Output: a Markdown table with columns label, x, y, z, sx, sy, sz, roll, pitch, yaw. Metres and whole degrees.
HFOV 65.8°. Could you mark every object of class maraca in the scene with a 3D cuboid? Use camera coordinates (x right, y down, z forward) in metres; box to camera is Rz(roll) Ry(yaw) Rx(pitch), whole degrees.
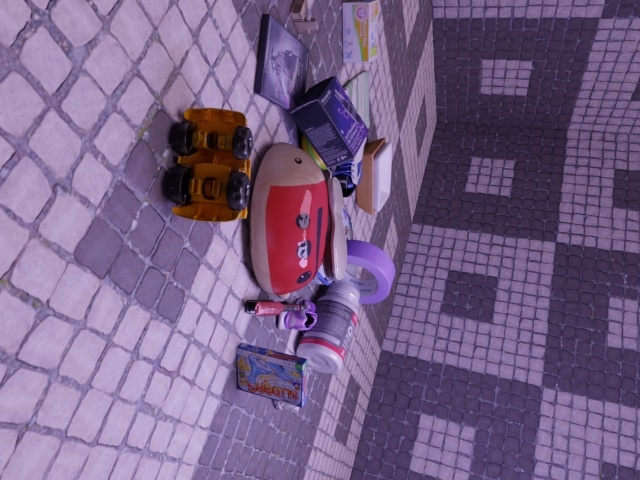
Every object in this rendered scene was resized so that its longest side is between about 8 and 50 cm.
| label | x | y | z | sx | sy | sz | roll | pitch | yaw |
| --- | --- | --- | --- | --- | --- | --- | --- | --- | --- |
| maraca | -0.015 | -0.311 | 1.554 | 0.186 | 0.099 | 0.127 | 64 | 28 | -18 |

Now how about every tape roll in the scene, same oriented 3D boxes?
| label | x | y | z | sx | sy | sz | roll | pitch | yaw |
| --- | --- | --- | --- | --- | --- | --- | --- | --- | --- |
| tape roll | 0.146 | 0.125 | 1.917 | 0.275 | 0.274 | 0.090 | 79 | 28 | -44 |

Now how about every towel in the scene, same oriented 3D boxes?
| label | x | y | z | sx | sy | sz | roll | pitch | yaw |
| --- | --- | --- | --- | --- | --- | --- | --- | --- | --- |
| towel | 0.142 | -0.524 | 1.981 | 0.325 | 0.038 | 0.248 | -52 | 145 | -53 |

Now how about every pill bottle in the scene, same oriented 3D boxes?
| label | x | y | z | sx | sy | sz | roll | pitch | yaw |
| --- | --- | --- | --- | --- | --- | --- | --- | --- | --- |
| pill bottle | 0.042 | 0.318 | 1.856 | 0.176 | 0.176 | 0.319 | 76 | 30 | -47 |

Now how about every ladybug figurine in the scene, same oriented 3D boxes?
| label | x | y | z | sx | sy | sz | roll | pitch | yaw |
| --- | --- | --- | --- | --- | --- | --- | --- | --- | --- |
| ladybug figurine | -0.077 | -0.045 | 1.391 | 0.305 | 0.161 | 0.450 | -39 | 134 | -63 |

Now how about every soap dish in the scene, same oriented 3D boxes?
| label | x | y | z | sx | sy | sz | roll | pitch | yaw |
| --- | --- | --- | --- | --- | --- | --- | --- | --- | --- |
| soap dish | 0.239 | -0.293 | 2.228 | 0.229 | 0.118 | 0.291 | -53 | 146 | -53 |

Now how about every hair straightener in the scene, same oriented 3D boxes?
| label | x | y | z | sx | sy | sz | roll | pitch | yaw |
| --- | --- | --- | --- | --- | --- | --- | --- | --- | --- |
| hair straightener | -0.132 | 0.187 | 1.447 | 0.230 | 0.089 | 0.047 | -1 | 94 | -50 |

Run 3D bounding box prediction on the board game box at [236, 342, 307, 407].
| label | x | y | z | sx | sy | sz | roll | pitch | yaw |
| --- | --- | --- | --- | --- | --- | --- | --- | --- | --- |
| board game box | -0.134 | 0.367 | 1.351 | 0.035 | 0.201 | 0.136 | -39 | 134 | -61 |

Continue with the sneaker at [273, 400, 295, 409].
| label | x | y | z | sx | sy | sz | roll | pitch | yaw |
| --- | --- | --- | --- | --- | --- | --- | --- | --- | --- |
| sneaker | -0.094 | 0.509 | 1.644 | 0.262 | 0.120 | 0.099 | 71 | 35 | -53 |

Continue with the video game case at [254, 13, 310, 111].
| label | x | y | z | sx | sy | sz | roll | pitch | yaw |
| --- | --- | --- | --- | --- | --- | --- | --- | --- | --- |
| video game case | -0.099 | -0.467 | 1.353 | 0.274 | 0.026 | 0.196 | -6 | 104 | -71 |

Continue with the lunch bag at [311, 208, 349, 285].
| label | x | y | z | sx | sy | sz | roll | pitch | yaw |
| --- | --- | --- | --- | --- | --- | --- | --- | --- | --- |
| lunch bag | 0.000 | 0.000 | 1.705 | 0.243 | 0.114 | 0.304 | 57 | 44 | -59 |

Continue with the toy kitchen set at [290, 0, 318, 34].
| label | x | y | z | sx | sy | sz | roll | pitch | yaw |
| --- | --- | --- | --- | --- | --- | --- | --- | --- | --- |
| toy kitchen set | -0.033 | -0.638 | 1.393 | 0.083 | 0.068 | 0.075 | 53 | 49 | -64 |

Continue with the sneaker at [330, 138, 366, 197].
| label | x | y | z | sx | sy | sz | roll | pitch | yaw |
| --- | --- | --- | --- | --- | --- | --- | --- | --- | --- |
| sneaker | 0.097 | -0.284 | 1.787 | 0.182 | 0.127 | 0.316 | -75 | 164 | -51 |

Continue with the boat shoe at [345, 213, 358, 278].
| label | x | y | z | sx | sy | sz | roll | pitch | yaw |
| --- | --- | --- | --- | --- | --- | --- | --- | --- | --- |
| boat shoe | 0.106 | 0.035 | 2.008 | 0.099 | 0.116 | 0.320 | -54 | 142 | -45 |

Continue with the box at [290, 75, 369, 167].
| label | x | y | z | sx | sy | sz | roll | pitch | yaw |
| --- | --- | --- | --- | --- | --- | --- | --- | --- | --- |
| box | 0.031 | -0.347 | 1.454 | 0.207 | 0.108 | 0.153 | 53 | 43 | -27 |

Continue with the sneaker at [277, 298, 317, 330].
| label | x | y | z | sx | sy | sz | roll | pitch | yaw |
| --- | --- | --- | --- | --- | --- | --- | --- | --- | --- |
| sneaker | -0.055 | 0.258 | 1.670 | 0.236 | 0.104 | 0.095 | -5 | 101 | -71 |

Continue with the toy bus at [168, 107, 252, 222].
| label | x | y | z | sx | sy | sz | roll | pitch | yaw |
| --- | --- | --- | --- | --- | --- | --- | --- | --- | --- |
| toy bus | -0.206 | -0.148 | 1.044 | 0.211 | 0.149 | 0.221 | -7 | 103 | -83 |

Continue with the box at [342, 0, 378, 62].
| label | x | y | z | sx | sy | sz | roll | pitch | yaw |
| --- | --- | --- | --- | --- | --- | --- | --- | --- | --- |
| box | 0.145 | -0.756 | 1.786 | 0.114 | 0.103 | 0.203 | -52 | 146 | -54 |

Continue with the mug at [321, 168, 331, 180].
| label | x | y | z | sx | sy | sz | roll | pitch | yaw |
| --- | --- | --- | --- | --- | --- | --- | --- | --- | --- |
| mug | 0.005 | -0.220 | 1.721 | 0.062 | 0.078 | 0.064 | 66 | 10 | 5 |

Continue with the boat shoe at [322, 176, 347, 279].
| label | x | y | z | sx | sy | sz | roll | pitch | yaw |
| --- | --- | --- | --- | --- | --- | --- | --- | --- | --- |
| boat shoe | 0.019 | -0.035 | 1.555 | 0.116 | 0.096 | 0.325 | 17 | 68 | -68 |
